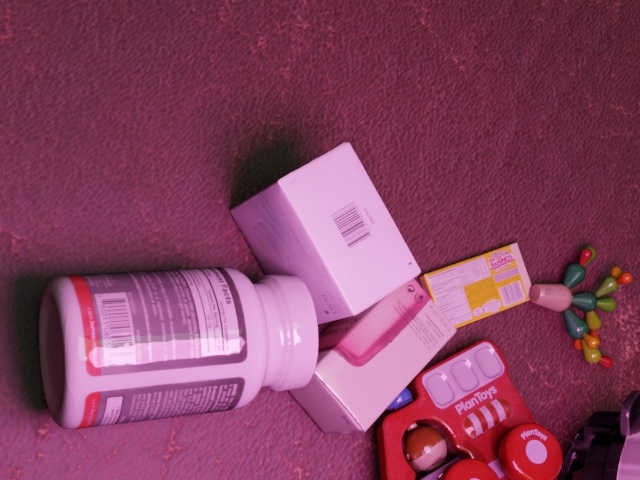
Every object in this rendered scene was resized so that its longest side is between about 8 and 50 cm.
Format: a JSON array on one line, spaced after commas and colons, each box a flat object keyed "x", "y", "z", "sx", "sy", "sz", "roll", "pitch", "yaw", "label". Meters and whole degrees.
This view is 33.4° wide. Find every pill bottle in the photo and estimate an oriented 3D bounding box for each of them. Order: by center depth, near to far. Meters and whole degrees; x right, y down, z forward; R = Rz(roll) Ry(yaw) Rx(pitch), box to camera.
[{"x": -0.200, "y": 0.145, "z": 1.513, "sx": 0.362, "sy": 0.210, "sz": 0.210, "roll": -2, "pitch": 81, "yaw": -25, "label": "pill bottle"}]

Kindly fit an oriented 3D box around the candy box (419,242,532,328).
[{"x": 0.273, "y": 0.081, "z": 1.844, "sx": 0.205, "sy": 0.027, "sz": 0.105, "roll": -17, "pitch": 85, "yaw": -27, "label": "candy box"}]

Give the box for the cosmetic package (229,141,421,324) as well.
[{"x": 0.000, "y": 0.000, "z": 1.625, "sx": 0.138, "sy": 0.224, "sz": 0.224, "roll": -31, "pitch": 93, "yaw": -24, "label": "cosmetic package"}]

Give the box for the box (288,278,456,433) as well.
[{"x": 0.072, "y": 0.177, "z": 1.665, "sx": 0.232, "sy": 0.148, "sz": 0.127, "roll": -43, "pitch": 98, "yaw": -26, "label": "box"}]

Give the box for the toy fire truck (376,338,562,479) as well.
[{"x": 0.215, "y": 0.320, "z": 1.703, "sx": 0.302, "sy": 0.169, "sz": 0.254, "roll": -23, "pitch": 75, "yaw": -27, "label": "toy fire truck"}]

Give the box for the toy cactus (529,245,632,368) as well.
[{"x": 0.457, "y": 0.109, "z": 1.879, "sx": 0.180, "sy": 0.112, "sz": 0.219, "roll": 10, "pitch": 80, "yaw": -24, "label": "toy cactus"}]

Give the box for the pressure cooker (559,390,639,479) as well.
[{"x": 0.590, "y": 0.463, "z": 1.710, "sx": 0.375, "sy": 0.420, "sz": 0.370, "roll": 44, "pitch": 53, "yaw": -48, "label": "pressure cooker"}]
